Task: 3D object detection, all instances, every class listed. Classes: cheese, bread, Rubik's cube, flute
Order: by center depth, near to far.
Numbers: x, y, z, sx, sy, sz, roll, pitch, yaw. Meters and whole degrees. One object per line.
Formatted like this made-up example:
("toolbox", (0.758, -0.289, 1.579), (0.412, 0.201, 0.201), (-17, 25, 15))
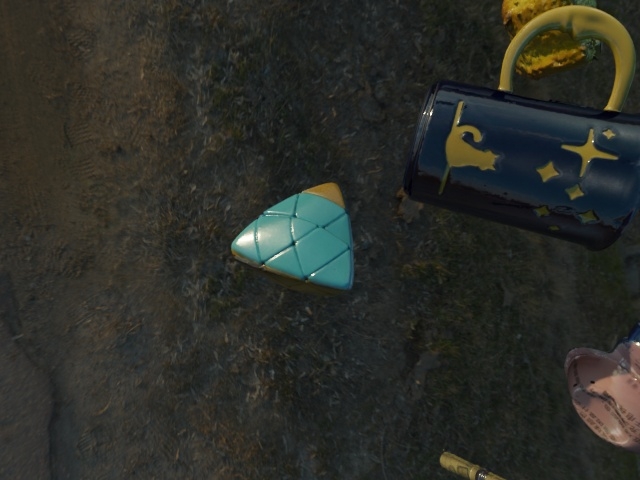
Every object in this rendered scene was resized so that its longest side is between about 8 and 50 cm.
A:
("flute", (0.218, 0.284, 0.528), (0.027, 0.233, 0.027), (3, 83, -27))
("cheese", (0.438, 0.216, 0.664), (0.074, 0.286, 0.189), (-28, 51, -17))
("bread", (0.382, -0.369, 0.784), (0.160, 0.147, 0.260), (54, 49, -29))
("Rubik's cube", (0.000, 0.000, 0.898), (0.255, 0.254, 0.254), (1, 87, -15))

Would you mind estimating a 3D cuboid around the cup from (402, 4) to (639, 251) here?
("cup", (0.260, -0.142, 0.609), (0.256, 0.178, 0.255), (17, 81, 10))
